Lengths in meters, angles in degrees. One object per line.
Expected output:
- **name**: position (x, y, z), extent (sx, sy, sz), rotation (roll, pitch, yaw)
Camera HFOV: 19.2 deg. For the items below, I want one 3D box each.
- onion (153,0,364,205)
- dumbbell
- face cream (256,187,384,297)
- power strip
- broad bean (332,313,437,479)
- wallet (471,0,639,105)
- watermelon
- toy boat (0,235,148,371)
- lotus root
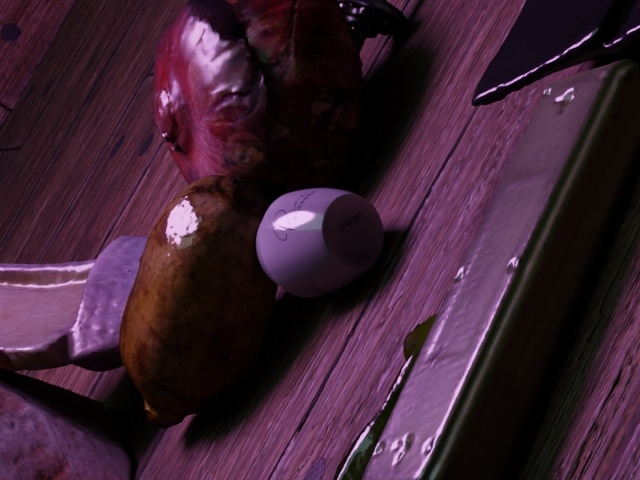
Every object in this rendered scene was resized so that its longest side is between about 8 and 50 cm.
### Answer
- **onion**: position (-0.062, -0.132, 1.759), extent (0.246, 0.190, 0.246), rotation (173, 90, -67)
- **dumbbell**: position (0.068, -0.273, 1.837), extent (0.110, 0.110, 0.254), rotation (-4, 63, 68)
- **face cream**: position (0.000, 0.000, 1.577), extent (0.095, 0.091, 0.091), rotation (-14, 46, 52)
- **power strip**: position (0.123, 0.050, 1.235), extent (0.092, 0.066, 0.387), rotation (-16, 42, 61)
- **broad bean**: position (0.052, 0.126, 1.309), extent (0.195, 0.046, 0.061), rotation (-63, 7, -30)
- **wallet**: position (0.253, -0.223, 1.333), extent (0.323, 0.041, 0.247), rotation (-18, 36, 51)
- **watermelon**: position (-0.295, 0.245, 1.808), extent (0.387, 0.258, 0.228), rotation (12, -83, -65)
- **toy boat**: position (-0.267, 0.073, 1.896), extent (0.294, 0.111, 0.276), rotation (-11, 21, -3)
- **lotus root**: position (-0.108, 0.062, 1.678), extent (0.145, 0.128, 0.260), rotation (-79, 10, -62)
